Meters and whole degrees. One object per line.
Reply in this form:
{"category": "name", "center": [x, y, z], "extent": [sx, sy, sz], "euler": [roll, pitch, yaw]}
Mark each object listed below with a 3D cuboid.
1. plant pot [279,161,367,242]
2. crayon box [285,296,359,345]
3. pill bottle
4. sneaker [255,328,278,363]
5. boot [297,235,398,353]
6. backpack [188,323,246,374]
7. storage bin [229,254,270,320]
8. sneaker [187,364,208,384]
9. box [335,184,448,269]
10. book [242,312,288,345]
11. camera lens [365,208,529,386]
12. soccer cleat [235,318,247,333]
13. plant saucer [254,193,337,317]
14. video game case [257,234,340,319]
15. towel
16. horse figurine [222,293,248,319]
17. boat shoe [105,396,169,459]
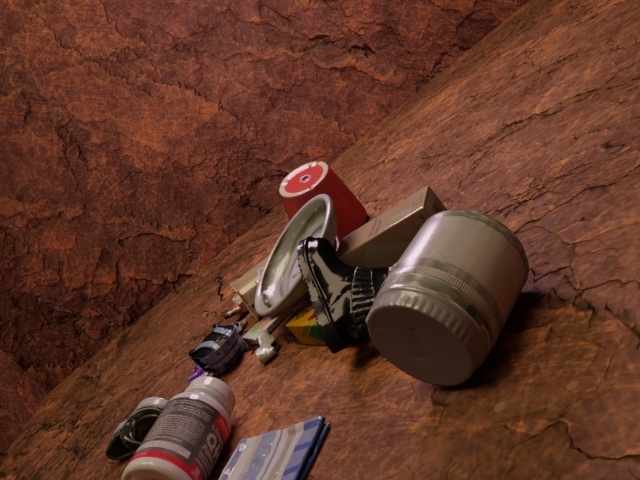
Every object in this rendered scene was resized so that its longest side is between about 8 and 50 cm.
{"category": "plant pot", "center": [-0.006, -0.130, 2.270], "extent": [0.275, 0.243, 0.275], "euler": [-22, 33, 15]}
{"category": "crayon box", "center": [0.037, 0.181, 1.687], "extent": [0.202, 0.081, 0.318], "euler": [-48, 15, -26]}
{"category": "pill bottle", "center": [-0.318, 0.475, 1.512], "extent": [0.176, 0.176, 0.318], "euler": [-32, 16, 29]}
{"category": "sneaker", "center": [-0.151, 0.305, 1.873], "extent": [0.061, 0.054, 0.152], "euler": [-28, 22, 9]}
{"category": "boot", "center": [0.103, 0.082, 1.482], "extent": [0.260, 0.131, 0.348], "euler": [-27, 47, 9]}
{"category": "backpack", "center": [-0.312, 0.343, 2.021], "extent": [0.158, 0.117, 0.173], "euler": [-48, 15, -30]}
{"category": "storage bin", "center": [-0.162, 0.134, 2.205], "extent": [0.262, 0.123, 0.260], "euler": [-37, 11, -10]}
{"category": "sneaker", "center": [-0.399, 0.412, 2.136], "extent": [0.068, 0.071, 0.170], "euler": [-28, 19, 41]}
{"category": "box", "center": [0.197, -0.002, 1.748], "extent": [0.311, 0.121, 0.148], "euler": [-33, 17, 28]}
{"category": "book", "center": [-0.175, 0.277, 2.054], "extent": [0.144, 0.035, 0.096], "euler": [-44, 15, -27]}
{"category": "camera lens", "center": [0.235, 0.094, 1.152], "extent": [0.219, 0.219, 0.274], "euler": [-23, 23, 51]}
{"category": "soccer cleat", "center": [-0.283, 0.297, 2.255], "extent": [0.029, 0.035, 0.083], "euler": [-34, 15, 23]}
{"category": "plant saucer", "center": [-0.050, 0.058, 1.862], "extent": [0.400, 0.100, 0.400], "euler": [-50, 21, 28]}
{"category": "video game case", "center": [-0.054, 0.105, 1.983], "extent": [0.285, 0.025, 0.204], "euler": [-28, 45, 9]}
{"category": "towel", "center": [-0.117, 0.467, 1.308], "extent": [0.285, 0.034, 0.209], "euler": [-28, 19, 39]}
{"category": "horse figurine", "center": [-0.282, 0.221, 2.434], "extent": [0.174, 0.066, 0.263], "euler": [-34, 16, 3]}
{"category": "boat shoe", "center": [-0.544, 0.586, 1.934], "extent": [0.335, 0.121, 0.119], "euler": [-43, 17, 38]}
